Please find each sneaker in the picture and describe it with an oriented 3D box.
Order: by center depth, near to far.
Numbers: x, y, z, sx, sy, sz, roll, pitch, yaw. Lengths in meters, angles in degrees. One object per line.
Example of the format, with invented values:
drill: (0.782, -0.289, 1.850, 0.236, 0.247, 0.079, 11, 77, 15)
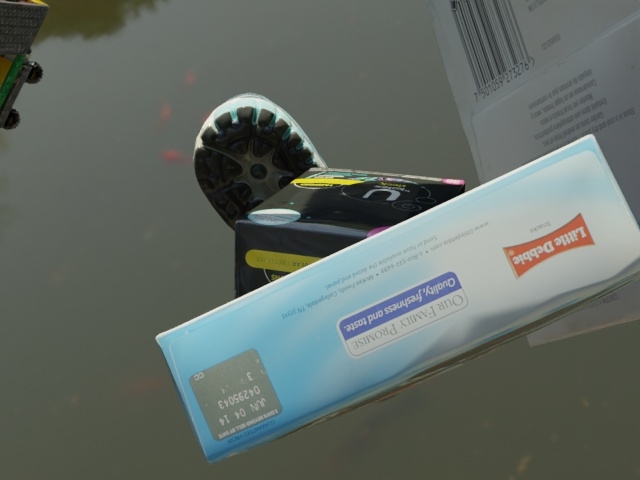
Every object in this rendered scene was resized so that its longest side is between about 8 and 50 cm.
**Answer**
sneaker: (0.000, 0.000, 1.173, 0.110, 0.283, 0.122, -24, 20, 8)

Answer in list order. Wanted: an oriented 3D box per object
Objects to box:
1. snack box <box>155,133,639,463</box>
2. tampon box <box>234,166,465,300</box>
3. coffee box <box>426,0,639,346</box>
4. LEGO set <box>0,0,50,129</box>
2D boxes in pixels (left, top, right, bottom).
snack box: (0.059, 0.030, 0.702, 0.187, 0.060, 0.322, -25, -7, 10)
tampon box: (0.023, 0.020, 0.990, 0.121, 0.101, 0.161, 6, 17, 15)
coffee box: (0.328, -0.139, 1.132, 0.334, 0.338, 0.338, -14, -5, -23)
LEGO set: (-0.321, -0.111, 0.851, 0.255, 0.192, 0.331, -62, -9, 20)
